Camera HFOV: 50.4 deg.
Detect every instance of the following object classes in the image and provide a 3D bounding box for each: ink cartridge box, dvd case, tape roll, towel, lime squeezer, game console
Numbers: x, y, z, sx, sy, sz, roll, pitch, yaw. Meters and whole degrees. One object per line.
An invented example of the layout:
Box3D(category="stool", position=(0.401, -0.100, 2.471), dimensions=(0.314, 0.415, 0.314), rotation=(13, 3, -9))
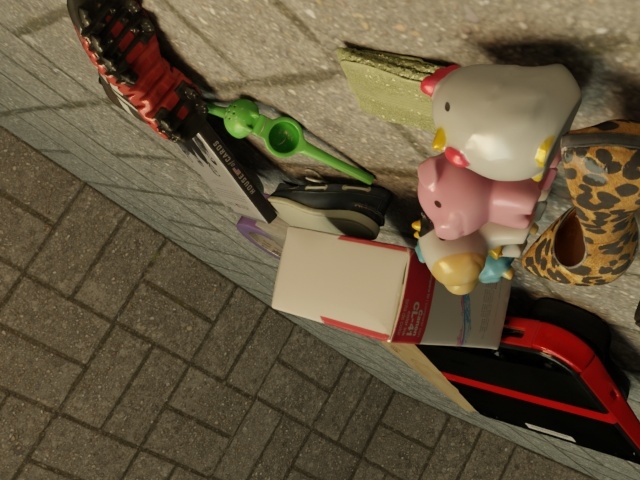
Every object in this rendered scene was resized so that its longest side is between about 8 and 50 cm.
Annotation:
Box3D(category="ink cartridge box", position=(0.115, 0.075, 1.017), dimensions=(0.226, 0.131, 0.306), rotation=(9, 176, 42))
Box3D(category="dvd case", position=(-0.184, -0.134, 1.168), dimensions=(0.238, 0.029, 0.179), rotation=(53, 163, -26))
Box3D(category="tape roll", position=(-0.078, -0.016, 1.441), dimensions=(0.189, 0.080, 0.189), rotation=(27, 166, 7))
Box3D(category="towel", position=(0.089, -0.149, 0.700), dimensions=(0.148, 0.027, 0.110), rotation=(22, 166, 31))
Box3D(category="lime squeezer", position=(-0.073, -0.150, 0.983), dimensions=(0.310, 0.058, 0.110), rotation=(25, 166, 16))
Box3D(category="game console", position=(0.354, 0.245, 1.207), dimensions=(0.342, 0.060, 0.387), rotation=(46, 157, -27))

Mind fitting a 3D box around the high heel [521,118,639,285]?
Box3D(category="high heel", position=(0.225, -0.030, 0.627), dimensions=(0.186, 0.093, 0.261), rotation=(16, 157, -21))

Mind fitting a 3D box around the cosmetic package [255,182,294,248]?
Box3D(category="cosmetic package", position=(0.000, 0.000, 1.286), dimensions=(0.127, 0.107, 0.238), rotation=(20, 167, 39))

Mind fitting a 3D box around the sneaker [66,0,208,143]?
Box3D(category="sneaker", position=(-0.268, -0.247, 0.935), dimensions=(0.135, 0.097, 0.276), rotation=(29, 164, 33))

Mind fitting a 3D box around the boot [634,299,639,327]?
Box3D(category="boot", position=(0.489, 0.098, 0.641), dimensions=(0.223, 0.118, 0.338), rotation=(28, 178, -6))

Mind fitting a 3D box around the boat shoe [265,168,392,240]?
Box3D(category="boat shoe", position=(0.008, -0.061, 1.092), dimensions=(0.095, 0.079, 0.254), rotation=(41, 161, -34))

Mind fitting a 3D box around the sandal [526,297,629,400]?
Box3D(category="sandal", position=(0.440, 0.236, 1.217), dimensions=(0.168, 0.107, 0.446), rotation=(20, 163, 37))

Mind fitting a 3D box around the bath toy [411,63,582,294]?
Box3D(category="bath toy", position=(0.153, -0.052, 0.674), dimensions=(0.129, 0.151, 0.348), rotation=(28, 164, 18))

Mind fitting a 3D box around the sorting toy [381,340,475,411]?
Box3D(category="sorting toy", position=(0.295, 0.235, 1.436), dimensions=(0.257, 0.089, 0.255), rotation=(39, 153, -2))

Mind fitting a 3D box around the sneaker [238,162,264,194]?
Box3D(category="sneaker", position=(-0.163, -0.117, 1.304), dimensions=(0.134, 0.051, 0.070), rotation=(36, 163, 7))
